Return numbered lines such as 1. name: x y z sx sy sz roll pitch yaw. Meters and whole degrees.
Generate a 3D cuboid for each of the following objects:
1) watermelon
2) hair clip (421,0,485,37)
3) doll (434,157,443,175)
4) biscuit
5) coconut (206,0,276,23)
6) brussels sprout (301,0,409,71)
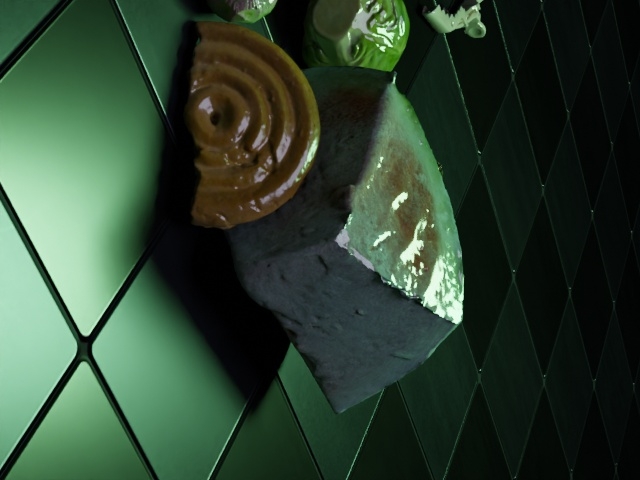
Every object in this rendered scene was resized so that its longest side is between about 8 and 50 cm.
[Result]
1. watermelon: 0.000 0.000 1.445 0.258 0.228 0.387 -8 90 -54
2. hair clip: 0.206 -0.336 2.067 0.226 0.034 0.072 -29 115 -61
3. doll: 0.061 -0.038 1.667 0.143 0.135 0.221 43 47 -11
4. biscuit: -0.070 -0.118 1.378 0.033 0.144 0.224 128 -34 -69
5. coconut: -0.081 -0.267 1.422 0.083 0.081 0.082 13 71 -17
6. brussels sprout: 0.046 -0.261 1.638 0.155 0.117 0.155 2 90 -73
